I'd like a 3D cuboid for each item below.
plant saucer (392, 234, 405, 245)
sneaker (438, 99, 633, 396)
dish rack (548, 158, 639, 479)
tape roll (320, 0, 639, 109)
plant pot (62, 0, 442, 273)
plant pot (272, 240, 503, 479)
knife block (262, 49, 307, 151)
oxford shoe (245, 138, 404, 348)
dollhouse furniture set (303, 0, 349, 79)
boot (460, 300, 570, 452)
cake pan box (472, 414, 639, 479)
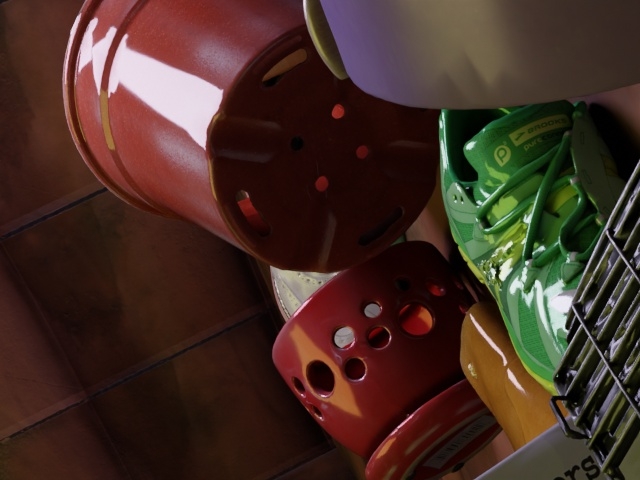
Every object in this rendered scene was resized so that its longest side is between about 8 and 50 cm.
[{"bbox_3d":[0.064,-0.040,1.446,0.067,0.018,0.192,58,170,38],"label":"plant saucer"},{"bbox_3d":[0.128,-0.007,0.759,0.123,0.109,0.295,63,174,-27],"label":"sneaker"},{"bbox_3d":[0.179,0.059,0.464,0.208,0.074,0.271,-67,28,29],"label":"dish rack"},{"bbox_3d":[0.082,-0.117,0.396,0.080,0.189,0.189,67,172,-25],"label":"tape roll"},{"bbox_3d":[-0.046,-0.106,1.131,0.265,0.272,0.272,36,153,58],"label":"plant pot"},{"bbox_3d":[0.077,0.122,1.255,0.174,0.191,0.191,54,169,26],"label":"plant pot"},{"bbox_3d":[-0.049,-0.210,1.353,0.242,0.088,0.275,61,172,32],"label":"knife block"},{"bbox_3d":[0.000,0.000,1.562,0.397,0.140,0.146,61,169,16],"label":"oxford shoe"},{"bbox_3d":[-0.075,-0.225,0.888,0.286,0.198,0.303,66,162,-13],"label":"dollhouse furniture set"},{"bbox_3d":[0.161,0.118,0.982,0.211,0.104,0.295,58,175,36],"label":"boot"},{"bbox_3d":[0.164,0.182,0.567,0.070,0.267,0.245,34,-155,-58],"label":"cake pan box"}]
